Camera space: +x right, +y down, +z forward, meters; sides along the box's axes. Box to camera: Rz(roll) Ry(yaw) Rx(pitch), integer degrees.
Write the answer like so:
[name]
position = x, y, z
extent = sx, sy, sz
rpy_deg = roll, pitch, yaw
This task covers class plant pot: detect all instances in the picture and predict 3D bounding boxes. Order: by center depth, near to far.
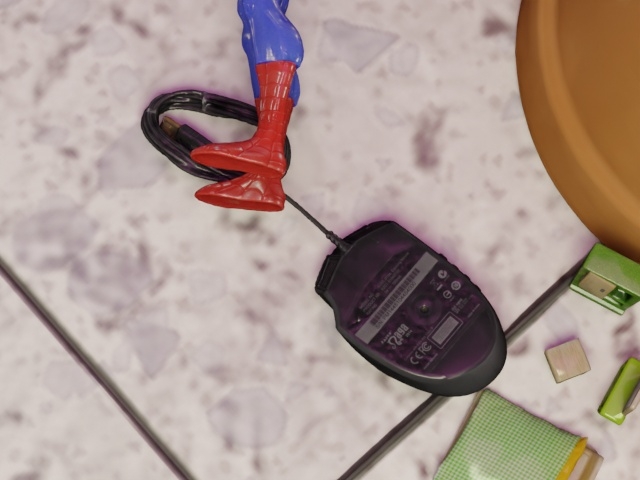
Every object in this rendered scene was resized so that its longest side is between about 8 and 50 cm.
[plant pot]
position = 0.257, -0.118, 0.946
extent = 0.291, 0.203, 0.291
rpy_deg = 0, 80, -2

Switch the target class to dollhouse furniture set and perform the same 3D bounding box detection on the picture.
[dollhouse furniture set]
position = 0.127, 0.081, 0.977
extent = 0.076, 0.058, 0.151
rpy_deg = 29, 80, 4

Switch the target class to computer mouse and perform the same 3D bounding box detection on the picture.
[computer mouse]
position = 0.000, 0.000, 1.005
extent = 0.242, 0.041, 0.071
rpy_deg = 41, 75, 13

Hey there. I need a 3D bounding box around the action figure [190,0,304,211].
[action figure]
position = -0.062, -0.166, 0.995
extent = 0.139, 0.091, 0.280
rpy_deg = 10, 71, 0
